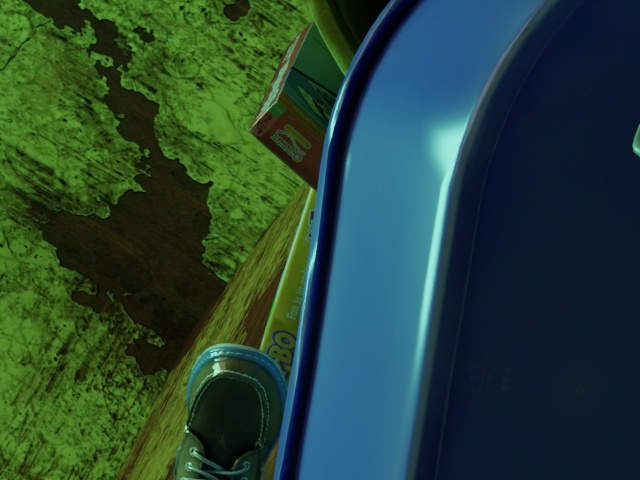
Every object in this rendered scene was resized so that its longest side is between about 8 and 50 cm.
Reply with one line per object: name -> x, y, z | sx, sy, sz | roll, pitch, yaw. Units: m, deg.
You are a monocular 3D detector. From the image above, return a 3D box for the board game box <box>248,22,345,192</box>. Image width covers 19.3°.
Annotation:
board game box -> 0.082, -0.001, 1.050 | 0.027, 0.281, 0.145 | -45, 11, 20

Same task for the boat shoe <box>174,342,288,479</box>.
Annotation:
boat shoe -> -0.060, 0.142, 1.203 | 0.183, 0.066, 0.066 | 99, -177, -45

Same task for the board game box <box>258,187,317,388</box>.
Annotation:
board game box -> 0.000, 0.000, 1.240 | 0.124, 0.039, 0.259 | -71, 2, -50

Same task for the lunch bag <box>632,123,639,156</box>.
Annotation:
lunch bag -> 0.249, -0.074, 0.476 | 0.262, 0.223, 0.160 | -57, 12, -12

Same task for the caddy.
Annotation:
caddy -> 0.116, 0.044, 0.641 | 0.179, 0.241, 0.341 | -154, 73, -76

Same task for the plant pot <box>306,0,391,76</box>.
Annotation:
plant pot -> 0.178, -0.176, 1.115 | 0.366, 0.366, 0.353 | -57, -5, 0
